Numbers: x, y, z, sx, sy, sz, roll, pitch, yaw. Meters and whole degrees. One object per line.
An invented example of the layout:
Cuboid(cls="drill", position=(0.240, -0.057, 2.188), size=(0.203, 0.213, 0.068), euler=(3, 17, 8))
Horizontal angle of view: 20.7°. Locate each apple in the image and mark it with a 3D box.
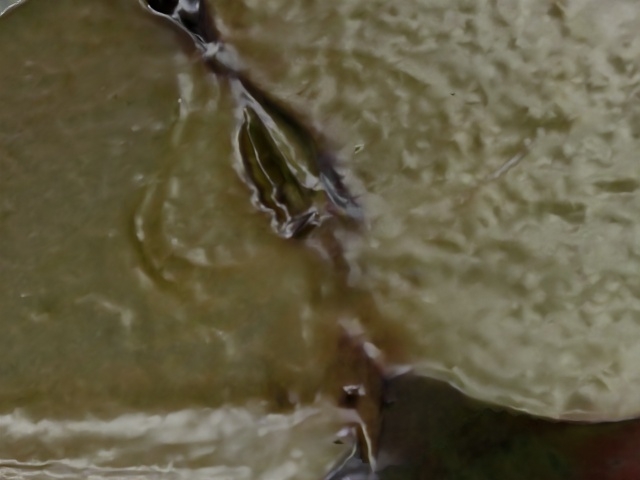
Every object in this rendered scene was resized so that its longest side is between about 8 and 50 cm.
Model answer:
Cuboid(cls="apple", position=(0.000, 0.000, 0.750), size=(0.295, 0.329, 0.365), euler=(-61, -137, 33))
